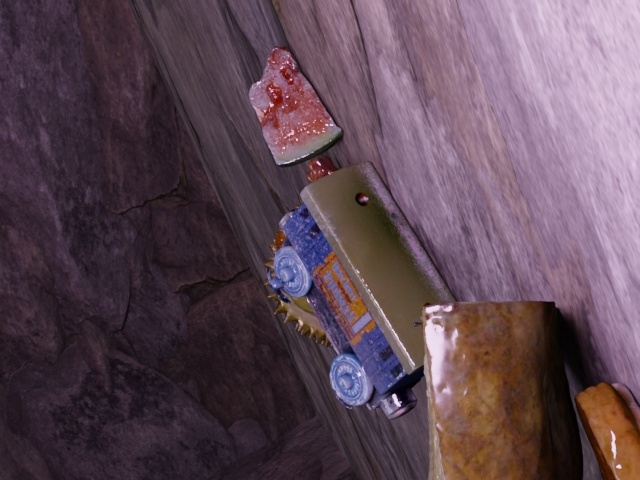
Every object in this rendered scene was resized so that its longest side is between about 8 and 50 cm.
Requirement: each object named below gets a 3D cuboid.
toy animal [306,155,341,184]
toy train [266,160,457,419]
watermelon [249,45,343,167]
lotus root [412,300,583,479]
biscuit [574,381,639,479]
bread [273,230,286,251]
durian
[{"bbox_3d":[0.043,0.009,2.156,0.157,0.097,0.312,34,154,60],"label":"toy animal"},{"bbox_3d":[0.057,0.064,1.969,0.300,0.131,0.202,58,142,14],"label":"toy train"},{"bbox_3d":[-0.036,-0.160,2.058,0.121,0.098,0.158,47,160,60],"label":"watermelon"},{"bbox_3d":[0.167,0.191,1.451,0.267,0.149,0.260,60,-156,-81],"label":"lotus root"},{"bbox_3d":[0.334,0.320,1.465,0.283,0.064,0.432,-112,-2,-49],"label":"biscuit"},{"bbox_3d":[0.000,0.000,2.265,0.074,0.132,0.053,54,154,22],"label":"bread"},{"bbox_3d":[0.014,0.073,2.472,0.306,0.166,0.172,67,-158,-4],"label":"durian"}]
